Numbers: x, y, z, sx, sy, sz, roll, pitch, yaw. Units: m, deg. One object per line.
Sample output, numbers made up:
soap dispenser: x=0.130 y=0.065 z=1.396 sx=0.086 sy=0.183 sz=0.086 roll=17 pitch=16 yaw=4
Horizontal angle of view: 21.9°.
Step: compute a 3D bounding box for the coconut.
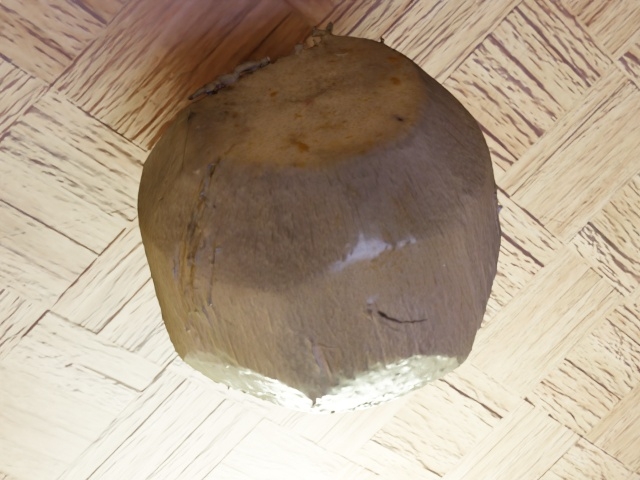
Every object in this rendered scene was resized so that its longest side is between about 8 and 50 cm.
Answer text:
coconut: x=0.000 y=0.000 z=1.604 sx=0.346 sy=0.346 sz=0.360 roll=-24 pitch=133 yaw=-17
